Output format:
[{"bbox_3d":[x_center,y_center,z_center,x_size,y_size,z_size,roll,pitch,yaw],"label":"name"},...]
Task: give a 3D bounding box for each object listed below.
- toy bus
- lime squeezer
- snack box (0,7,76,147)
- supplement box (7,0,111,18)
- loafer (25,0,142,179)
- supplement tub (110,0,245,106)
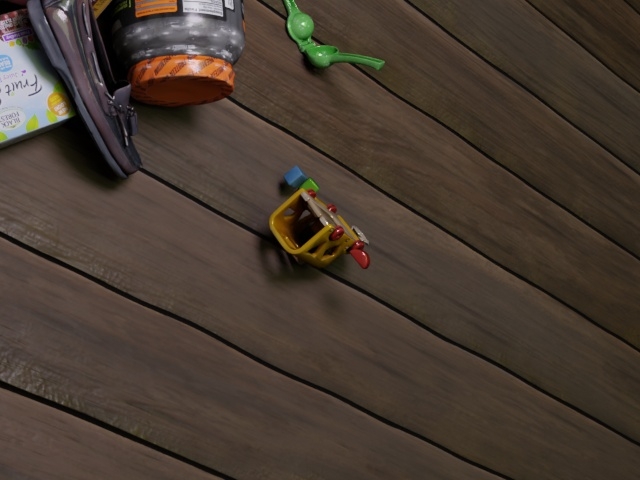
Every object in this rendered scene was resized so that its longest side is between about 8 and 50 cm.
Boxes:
[{"bbox_3d":[-0.007,-0.007,1.951,0.104,0.191,0.202,-40,110,8],"label":"toy bus"},{"bbox_3d":[-0.015,-0.373,2.042,0.059,0.110,0.310,-33,70,-23],"label":"lime squeezer"},{"bbox_3d":[-0.478,-0.217,1.645,0.207,0.070,0.174,-27,95,-39],"label":"snack box"},{"bbox_3d":[-0.375,-0.437,1.665,0.194,0.191,0.129,11,49,-45],"label":"supplement box"},{"bbox_3d":[-0.323,-0.230,1.703,0.095,0.109,0.302,-25,118,-1],"label":"loafer"},{"bbox_3d":[-0.224,-0.392,1.802,0.207,0.207,0.338,4,78,-38],"label":"supplement tub"}]
